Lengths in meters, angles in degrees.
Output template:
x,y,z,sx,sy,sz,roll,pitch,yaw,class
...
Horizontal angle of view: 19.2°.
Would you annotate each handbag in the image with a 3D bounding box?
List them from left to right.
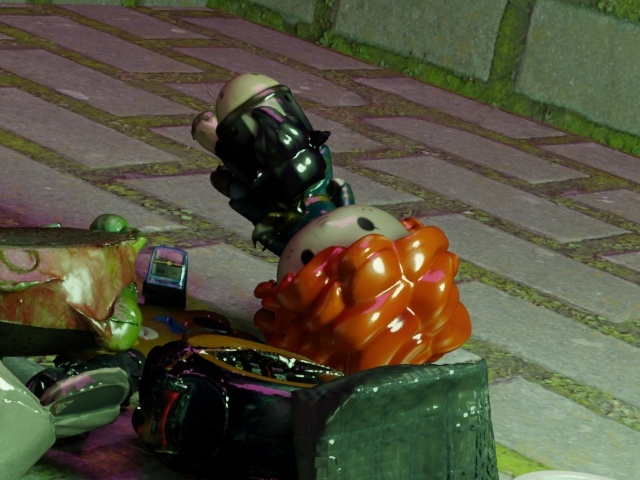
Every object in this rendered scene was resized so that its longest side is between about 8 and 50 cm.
x,y,z,sx,sy,sz,roll,pitch,yaw,class
0.072,0.201,1.717,0.270,0.175,0.089,-7,0,-45,handbag

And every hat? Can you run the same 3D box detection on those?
x,y,z,sx,sy,sz,roll,pitch,yaw,class
-0.301,0.148,1.642,0.232,0.161,0.275,21,7,27,hat

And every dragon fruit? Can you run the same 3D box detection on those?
x,y,z,sx,sy,sz,roll,pitch,yaw,class
-0.296,0.041,1.869,0.295,0.130,0.268,-6,9,-45,dragon fruit

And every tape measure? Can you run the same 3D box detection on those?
x,y,z,sx,sy,sz,roll,pitch,yaw,class
-0.070,0.168,1.793,0.223,0.135,0.202,12,5,-8,tape measure

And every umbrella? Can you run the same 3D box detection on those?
x,y,z,sx,sy,sz,roll,pitch,yaw,class
-0.231,0.144,1.883,0.071,0.080,0.224,-20,3,17,umbrella

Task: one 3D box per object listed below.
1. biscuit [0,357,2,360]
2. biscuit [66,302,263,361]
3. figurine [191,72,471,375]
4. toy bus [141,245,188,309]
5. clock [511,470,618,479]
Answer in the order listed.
x,y,z,sx,sy,sz,roll,pitch,yaw,class
-0.467,0.088,1.938,0.305,0.038,0.305,11,15,-3,biscuit
-0.179,0.109,2.099,0.236,0.039,0.180,-4,23,-40,biscuit
-0.004,-0.011,2.115,0.241,0.411,0.306,-23,-16,-21,figurine
-0.178,0.046,2.198,0.051,0.061,0.153,8,-13,-3,toy bus
0.258,0.283,1.745,0.197,0.068,0.197,11,15,-3,clock
